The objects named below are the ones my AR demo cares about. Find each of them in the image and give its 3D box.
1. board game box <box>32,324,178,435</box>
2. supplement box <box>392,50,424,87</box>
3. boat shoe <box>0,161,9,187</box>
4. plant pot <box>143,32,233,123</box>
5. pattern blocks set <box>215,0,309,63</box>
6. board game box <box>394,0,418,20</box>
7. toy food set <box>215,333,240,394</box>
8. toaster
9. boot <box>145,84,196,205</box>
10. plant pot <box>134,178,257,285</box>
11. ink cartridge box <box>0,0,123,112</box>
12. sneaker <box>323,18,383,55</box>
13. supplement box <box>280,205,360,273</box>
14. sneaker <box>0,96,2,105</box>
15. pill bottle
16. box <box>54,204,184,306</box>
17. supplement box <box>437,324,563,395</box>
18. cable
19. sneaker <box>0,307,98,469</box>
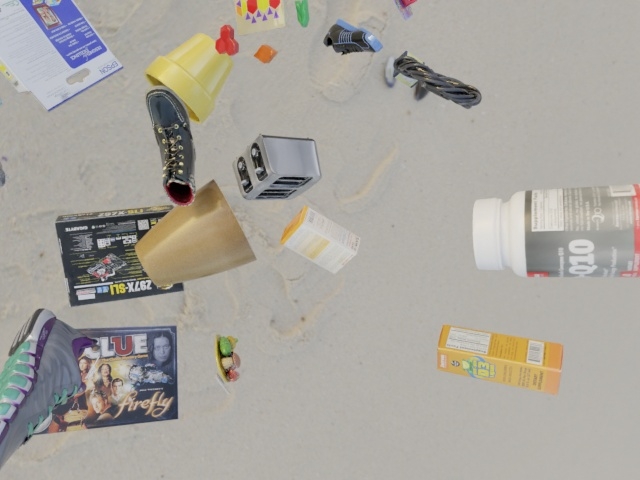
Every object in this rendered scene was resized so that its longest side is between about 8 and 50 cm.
[{"bbox_3d":[-0.368,0.230,0.905,0.244,0.042,0.164,2,75,-26],"label":"board game box"},{"bbox_3d":[0.302,-0.584,1.828,0.083,0.056,0.083,25,63,-21],"label":"supplement box"},{"bbox_3d":[-0.380,-0.052,0.523,0.108,0.301,0.102,-25,99,-48],"label":"boat shoe"},{"bbox_3d":[-0.439,-0.578,1.866,0.254,0.254,0.239,43,81,-31],"label":"plant pot"},{"bbox_3d":[-0.152,-0.589,1.325,0.026,0.325,0.285,-22,121,-46],"label":"pattern blocks set"},{"bbox_3d":[0.175,-0.542,1.133,0.133,0.033,0.168,61,28,-18],"label":"board game box"},{"bbox_3d":[-0.292,0.391,1.757,0.071,0.217,0.128,-19,126,2],"label":"toy food set"},{"bbox_3d":[-0.100,-0.177,1.310,0.186,0.168,0.110,-3,75,-36],"label":"toaster"},{"bbox_3d":[-0.333,-0.211,1.214,0.085,0.178,0.236,-11,139,-2],"label":"boot"},{"bbox_3d":[-0.329,0.003,1.366,0.255,0.237,0.237,-28,116,-9],"label":"plant pot"},{"bbox_3d":[-0.779,-0.555,1.526,0.307,0.072,0.303,57,47,-22],"label":"ink cartridge box"},{"bbox_3d":[0.097,-0.605,1.644,0.090,0.232,0.081,-52,135,6],"label":"sneaker"},{"bbox_3d":[0.000,0.000,0.781,0.099,0.062,0.036,31,44,-15],"label":"supplement box"},{"bbox_3d":[-1.006,-0.467,1.569,0.150,0.135,0.365,15,113,-32],"label":"sneaker"},{"bbox_3d":[0.429,-0.013,0.965,0.161,0.284,0.161,-2,90,-66],"label":"pill bottle"},{"bbox_3d":[-0.571,0.041,1.546,0.322,0.079,0.256,-8,110,-17],"label":"box"},{"bbox_3d":[0.354,0.235,1.068,0.080,0.234,0.078,-56,145,-45],"label":"supplement box"},{"bbox_3d":[0.222,-0.302,1.008,0.151,0.184,0.047,13,114,-43],"label":"cable"},{"bbox_3d":[-0.321,0.182,0.615,0.098,0.223,0.083,34,124,-29],"label":"sneaker"}]
